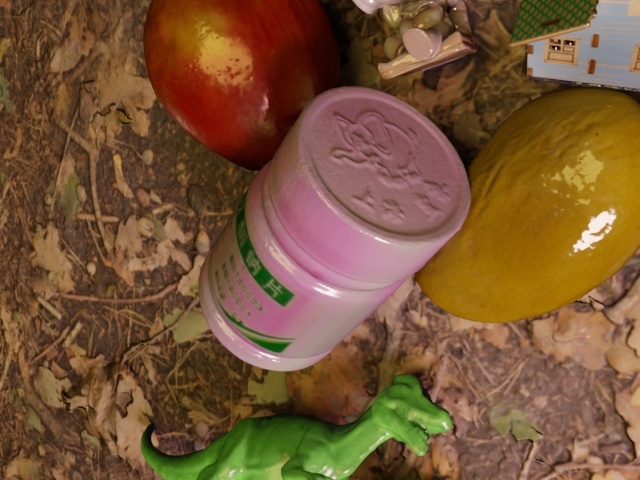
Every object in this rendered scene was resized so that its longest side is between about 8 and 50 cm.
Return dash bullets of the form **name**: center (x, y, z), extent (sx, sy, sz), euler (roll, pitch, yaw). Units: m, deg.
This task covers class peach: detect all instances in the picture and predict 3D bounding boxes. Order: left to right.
- **peach**: center (-0.093, -0.221, 0.991), extent (0.281, 0.238, 0.281), euler (46, 157, 26)

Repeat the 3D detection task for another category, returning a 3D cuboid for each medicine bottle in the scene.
- **medicine bottle**: center (0.000, 0.000, 0.919), extent (0.212, 0.212, 0.325), euler (57, 142, 14)

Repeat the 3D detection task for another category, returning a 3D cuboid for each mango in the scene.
- **mango**: center (0.240, -0.022, 0.859), extent (0.195, 0.142, 0.331), euler (48, 127, 24)

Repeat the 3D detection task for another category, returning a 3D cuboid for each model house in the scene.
- **model house**: center (0.311, -0.248, 0.696), extent (0.271, 0.206, 0.178), euler (15, 70, 21)

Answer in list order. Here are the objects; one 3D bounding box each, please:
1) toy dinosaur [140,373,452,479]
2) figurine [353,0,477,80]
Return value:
- **toy dinosaur**: center (-0.081, 0.258, 1.126), extent (0.374, 0.144, 0.500), euler (-43, 30, -9)
- **figurine**: center (0.101, -0.308, 0.903), extent (0.163, 0.141, 0.236), euler (-11, 90, 30)
